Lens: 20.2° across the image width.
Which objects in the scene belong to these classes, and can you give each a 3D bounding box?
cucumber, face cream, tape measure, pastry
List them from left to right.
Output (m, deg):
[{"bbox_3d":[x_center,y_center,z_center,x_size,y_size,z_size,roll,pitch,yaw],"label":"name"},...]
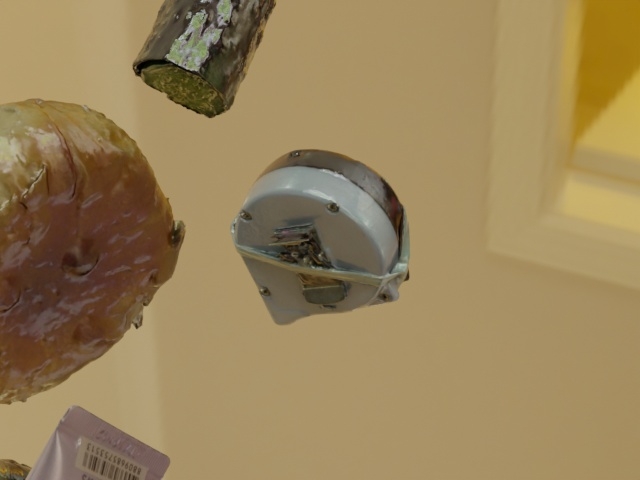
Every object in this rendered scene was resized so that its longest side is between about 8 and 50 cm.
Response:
[{"bbox_3d":[-0.198,0.006,1.249,0.229,0.100,0.218,-11,-56,-44],"label":"pastry"},{"bbox_3d":[-0.252,0.291,1.645,0.154,0.096,0.274,37,-98,-45],"label":"face cream"},{"bbox_3d":[-0.061,-0.196,1.333,0.062,0.078,0.211,-32,31,60],"label":"cucumber"},{"bbox_3d":[-0.002,-0.004,1.878,0.181,0.182,0.107,56,-139,-28],"label":"tape measure"}]

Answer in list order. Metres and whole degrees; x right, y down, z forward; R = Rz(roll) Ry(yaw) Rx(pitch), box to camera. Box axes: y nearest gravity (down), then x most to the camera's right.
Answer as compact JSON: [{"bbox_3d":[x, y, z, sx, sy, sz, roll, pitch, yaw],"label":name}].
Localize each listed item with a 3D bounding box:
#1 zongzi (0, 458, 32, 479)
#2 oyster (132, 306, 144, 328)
[{"bbox_3d":[-0.350,0.332,1.883,0.242,0.112,0.221,23,-80,-29],"label":"zongzi"},{"bbox_3d":[-0.217,0.046,1.808,0.108,0.053,0.166,59,-167,-1],"label":"oyster"}]
